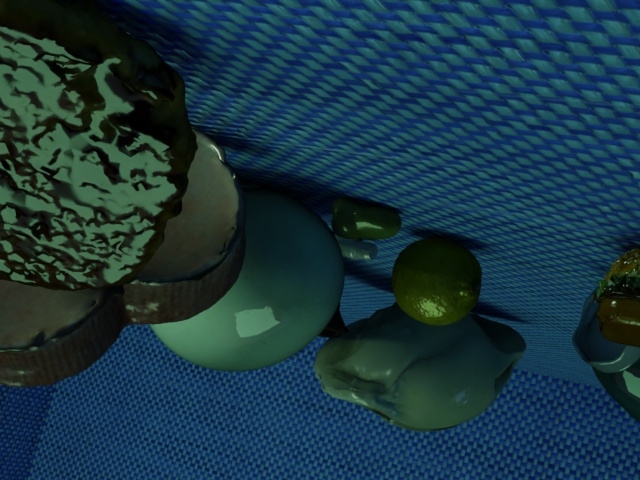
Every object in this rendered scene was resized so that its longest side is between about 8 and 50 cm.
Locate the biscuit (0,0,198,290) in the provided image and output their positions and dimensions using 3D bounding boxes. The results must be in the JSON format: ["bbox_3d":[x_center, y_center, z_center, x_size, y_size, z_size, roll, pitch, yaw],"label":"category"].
[{"bbox_3d":[-0.245,-0.082,0.883,0.289,0.081,0.334,26,138,-16],"label":"biscuit"}]

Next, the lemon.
[{"bbox_3d":[0.144,0.050,1.362,0.109,0.109,0.133,22,174,-42],"label":"lemon"}]

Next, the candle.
[{"bbox_3d":[-0.249,-0.012,1.109,0.287,0.317,0.131,53,158,21],"label":"candle"}]

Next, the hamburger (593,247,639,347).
[{"bbox_3d":[0.341,0.059,1.101,0.137,0.087,0.166,11,168,12],"label":"hamburger"}]

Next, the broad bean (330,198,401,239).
[{"bbox_3d":[0.052,-0.022,1.277,0.083,0.045,0.063,8,161,-5],"label":"broad bean"}]

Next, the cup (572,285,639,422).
[{"bbox_3d":[0.386,0.127,1.264,0.173,0.167,0.300,29,-167,-23],"label":"cup"}]

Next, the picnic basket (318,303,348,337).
[{"bbox_3d":[-0.051,0.084,1.904,0.222,0.129,0.297,14,173,-1],"label":"picnic basket"}]

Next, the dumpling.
[{"bbox_3d":[0.155,0.213,1.989,0.395,0.233,0.315,-19,-156,-34],"label":"dumpling"}]

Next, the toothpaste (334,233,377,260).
[{"bbox_3d":[0.000,0.000,1.584,0.190,0.031,0.048,13,176,38],"label":"toothpaste"}]

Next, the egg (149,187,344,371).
[{"bbox_3d":[-0.098,0.048,1.370,0.230,0.230,0.371,19,168,-23],"label":"egg"}]
